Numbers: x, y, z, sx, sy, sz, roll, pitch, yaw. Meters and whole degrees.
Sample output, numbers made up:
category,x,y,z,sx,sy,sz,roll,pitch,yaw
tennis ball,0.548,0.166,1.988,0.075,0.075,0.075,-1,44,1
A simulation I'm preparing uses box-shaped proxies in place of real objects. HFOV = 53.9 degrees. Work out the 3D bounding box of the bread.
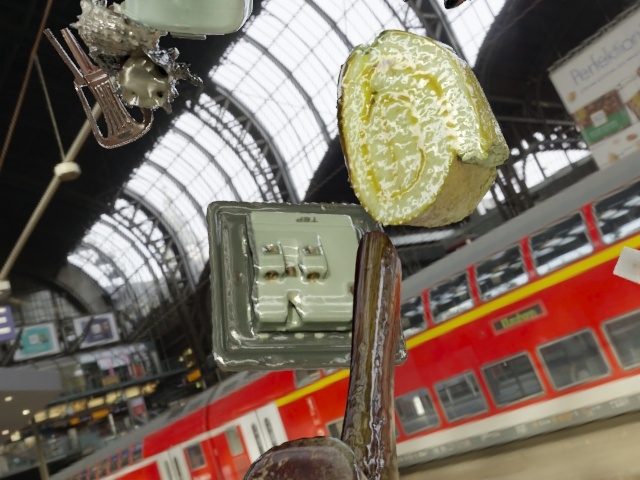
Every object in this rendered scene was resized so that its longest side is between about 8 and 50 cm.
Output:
category,x,y,z,sx,sy,sz,roll,pitch,yaw
bread,0.121,-0.145,0.781,0.186,0.256,0.124,-23,-11,33

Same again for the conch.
category,x,y,z,sx,sy,sz,roll,pitch,yaw
conch,-0.410,-0.430,1.401,0.186,0.313,0.241,-40,7,-15

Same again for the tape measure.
category,x,y,z,sx,sy,sz,roll,pitch,yaw
tape measure,-0.250,-0.450,1.146,0.243,0.246,0.125,5,-54,-1

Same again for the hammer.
category,x,y,z,sx,sy,sz,roll,pitch,yaw
hammer,0.042,0.146,0.561,0.095,0.408,0.242,-18,-55,19

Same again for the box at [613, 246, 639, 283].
category,x,y,z,sx,sy,sz,roll,pitch,yaw
box,0.719,0.083,1.223,0.233,0.067,0.149,15,11,-16

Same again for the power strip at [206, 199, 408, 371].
category,x,y,z,sx,sy,sz,roll,pitch,yaw
power strip,-0.016,0.040,0.829,0.257,0.251,0.092,1,-40,-16

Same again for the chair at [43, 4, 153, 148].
category,x,y,z,sx,sy,sz,roll,pitch,yaw
chair,-0.557,-0.425,1.650,0.176,0.326,0.183,-20,21,10

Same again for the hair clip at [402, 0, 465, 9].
category,x,y,z,sx,sy,sz,roll,pitch,yaw
hair clip,0.218,-0.589,1.135,0.195,0.310,0.206,5,-19,-11
